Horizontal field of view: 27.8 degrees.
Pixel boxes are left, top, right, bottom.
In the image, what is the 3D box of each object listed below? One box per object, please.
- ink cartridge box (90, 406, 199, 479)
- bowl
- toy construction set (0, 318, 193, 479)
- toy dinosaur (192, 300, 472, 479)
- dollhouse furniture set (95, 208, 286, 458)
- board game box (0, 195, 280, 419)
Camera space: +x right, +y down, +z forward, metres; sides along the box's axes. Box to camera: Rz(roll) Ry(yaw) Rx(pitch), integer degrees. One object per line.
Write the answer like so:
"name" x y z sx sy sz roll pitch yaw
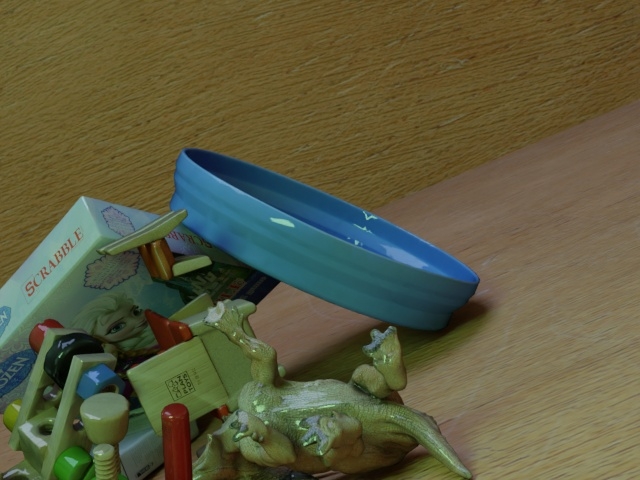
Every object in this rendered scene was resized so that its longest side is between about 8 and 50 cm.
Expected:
"ink cartridge box" -0.260 0.254 1.514 0.223 0.045 0.224 -19 6 26
"bowl" 0.000 0.000 1.563 0.391 0.391 0.077 -72 5 -82
"toy construction set" -0.257 0.226 1.144 0.308 0.237 0.257 10 30 19
"toy dinosaur" 0.005 0.162 1.104 0.295 0.200 0.127 3 58 23
"dollhouse furniture set" -0.139 0.115 1.304 0.135 0.262 0.259 -27 8 -14
"board game box" -0.254 0.099 1.575 0.319 0.066 0.318 -45 -33 23
